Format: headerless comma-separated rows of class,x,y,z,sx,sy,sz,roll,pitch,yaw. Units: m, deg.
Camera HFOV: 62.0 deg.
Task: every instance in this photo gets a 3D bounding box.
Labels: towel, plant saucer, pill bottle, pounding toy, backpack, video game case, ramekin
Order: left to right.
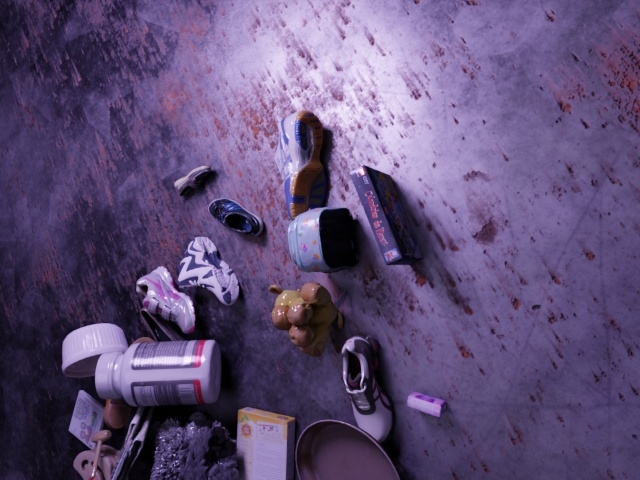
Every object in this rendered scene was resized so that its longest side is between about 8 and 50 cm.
video game case,-0.803,0.620,1.840,0.143,0.019,0.157,22,99,28
pounding toy,-0.731,0.754,1.712,0.154,0.155,0.269,-12,82,20
ramekin,-0.719,0.348,1.705,0.207,0.207,0.109,-32,65,24
towel,-0.565,0.600,1.570,0.056,0.324,0.312,24,103,-14
pill bottle,-0.450,0.374,1.499,0.319,0.176,0.176,-2,87,0
backpack,0.000,0.000,1.317,0.144,0.188,0.165,-5,92,21
plant saucer,0.074,0.578,1.312,0.311,0.050,0.310,10,108,33

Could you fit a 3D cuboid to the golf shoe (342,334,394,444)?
golf shoe,0.100,0.371,1.300,0.105,0.120,0.272,-16,82,26

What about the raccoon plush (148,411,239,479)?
raccoon plush,-0.433,0.628,1.419,0.299,0.446,0.216,-15,101,39

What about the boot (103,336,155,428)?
boot,-0.604,0.447,1.682,0.220,0.109,0.283,-25,52,64

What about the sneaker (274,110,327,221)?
sneaker,-0.062,-0.193,1.434,0.131,0.112,0.296,4,91,50

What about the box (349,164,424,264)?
box,0.159,-0.056,1.260,0.044,0.159,0.233,-27,75,25

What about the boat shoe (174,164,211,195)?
boat shoe,-0.383,-0.182,1.625,0.152,0.056,0.049,-25,81,35

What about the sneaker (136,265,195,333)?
sneaker,-0.470,0.193,1.606,0.252,0.111,0.103,42,134,27

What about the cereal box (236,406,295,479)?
cereal box,-0.153,0.597,1.469,0.173,0.047,0.240,2,90,30

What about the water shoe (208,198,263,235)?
water shoe,-0.257,-0.074,1.532,0.203,0.080,0.073,22,98,28

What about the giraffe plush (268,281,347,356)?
giraffe plush,-0.055,0.177,1.360,0.171,0.210,0.181,6,115,34

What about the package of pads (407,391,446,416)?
package of pads,0.250,0.385,1.254,0.083,0.050,0.032,11,93,28

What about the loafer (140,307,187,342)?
loafer,-0.472,0.314,1.633,0.096,0.084,0.267,-42,70,21

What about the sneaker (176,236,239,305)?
sneaker,-0.343,0.121,1.568,0.153,0.094,0.235,-45,72,25
